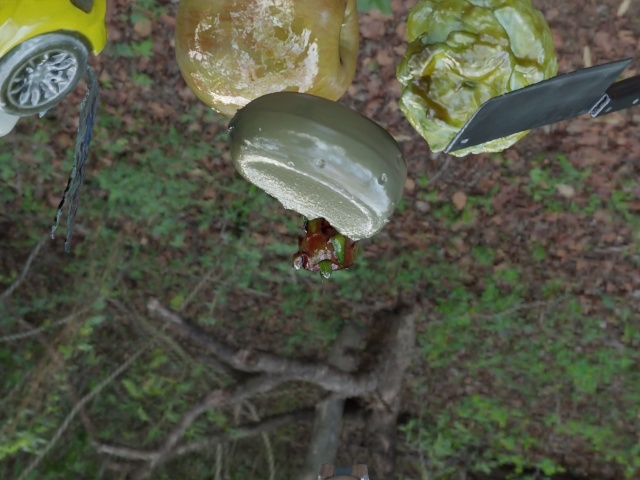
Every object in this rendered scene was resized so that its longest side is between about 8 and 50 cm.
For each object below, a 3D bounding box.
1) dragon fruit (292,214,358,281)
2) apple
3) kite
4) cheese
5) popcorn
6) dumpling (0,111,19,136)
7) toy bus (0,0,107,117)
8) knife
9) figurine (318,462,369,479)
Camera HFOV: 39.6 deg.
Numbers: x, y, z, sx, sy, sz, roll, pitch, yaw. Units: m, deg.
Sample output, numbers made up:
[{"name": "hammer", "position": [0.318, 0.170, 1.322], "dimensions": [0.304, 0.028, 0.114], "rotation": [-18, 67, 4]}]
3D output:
[{"name": "dragon fruit", "position": [0.000, 0.000, 1.736], "dimensions": [0.138, 0.175, 0.142], "rotation": [-5, 170, -28]}, {"name": "apple", "position": [-0.097, -0.420, 1.782], "dimensions": [0.347, 0.391, 0.391], "rotation": [14, 156, 15]}, {"name": "kite", "position": [-0.324, -0.105, 1.195], "dimensions": [0.012, 0.314, 0.335], "rotation": [11, 132, -10]}, {"name": "cheese", "position": [-0.006, -0.089, 0.966], "dimensions": [0.203, 0.091, 0.175], "rotation": [28, 158, -4]}, {"name": "popcorn", "position": [0.194, -0.217, 1.122], "dimensions": [0.204, 0.183, 0.221], "rotation": [-3, 121, 15]}, {"name": "dumpling", "position": [-0.552, -0.243, 1.523], "dimensions": [0.151, 0.124, 0.229], "rotation": [-23, -178, -28]}, {"name": "toy bus", "position": [-0.265, -0.106, 0.402], "dimensions": [0.144, 0.330, 0.152], "rotation": [50, 152, 16]}, {"name": "knife", "position": [0.198, -0.110, 0.668], "dimensions": [0.245, 0.019, 0.072], "rotation": [-18, 160, -32]}, {"name": "figurine", "position": [0.031, 0.346, 1.143], "dimensions": [0.137, 0.111, 0.229], "rotation": [8, -171, 5]}]
